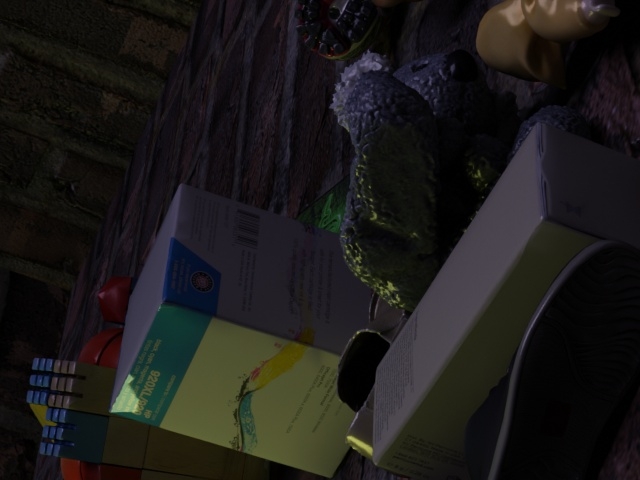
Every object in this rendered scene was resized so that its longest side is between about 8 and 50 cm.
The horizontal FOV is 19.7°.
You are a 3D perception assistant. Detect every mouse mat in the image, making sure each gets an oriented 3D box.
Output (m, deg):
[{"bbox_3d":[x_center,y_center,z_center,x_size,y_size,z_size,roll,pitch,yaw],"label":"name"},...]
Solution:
[{"bbox_3d":[0.000,0.000,2.035,0.152,0.007,0.190,-39,25,35],"label":"mouse mat"}]

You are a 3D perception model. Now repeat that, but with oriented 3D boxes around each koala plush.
[{"bbox_3d":[0.094,-0.074,1.502,0.221,0.196,0.203,-95,18,-53],"label":"koala plush"}]

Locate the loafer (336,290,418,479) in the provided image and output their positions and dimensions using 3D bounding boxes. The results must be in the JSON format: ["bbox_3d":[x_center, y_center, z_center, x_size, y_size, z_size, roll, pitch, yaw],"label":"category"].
[{"bbox_3d":[0.063,0.098,1.563,0.268,0.092,0.102,-94,27,-60],"label":"loafer"}]

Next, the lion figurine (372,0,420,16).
[{"bbox_3d":[0.132,-0.359,1.890,0.240,0.142,0.392,-89,16,-59],"label":"lion figurine"}]

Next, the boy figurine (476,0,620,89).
[{"bbox_3d":[0.211,-0.217,1.430,0.177,0.092,0.285,-84,18,-45],"label":"boy figurine"}]

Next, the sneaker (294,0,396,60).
[{"bbox_3d":[0.067,-0.356,2.190,0.299,0.121,0.112,-60,-16,8],"label":"sneaker"}]

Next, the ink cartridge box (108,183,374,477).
[{"bbox_3d":[-0.060,0.089,1.768,0.171,0.232,0.168,-86,18,-49],"label":"ink cartridge box"}]

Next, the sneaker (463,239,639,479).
[{"bbox_3d":[0.149,0.093,1.242,0.118,0.083,0.222,-122,52,-74],"label":"sneaker"}]

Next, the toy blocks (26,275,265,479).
[{"bbox_3d":[-0.188,0.189,1.926,0.190,0.261,0.381,-1,77,57],"label":"toy blocks"}]

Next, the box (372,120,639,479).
[{"bbox_3d":[0.135,0.056,1.331,0.113,0.094,0.275,-85,20,-47],"label":"box"}]
